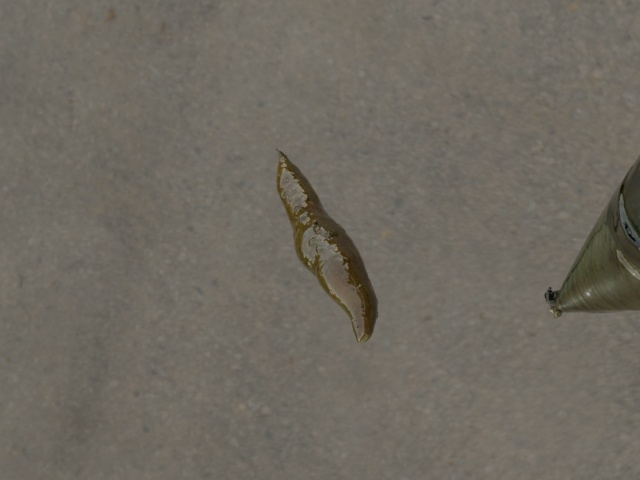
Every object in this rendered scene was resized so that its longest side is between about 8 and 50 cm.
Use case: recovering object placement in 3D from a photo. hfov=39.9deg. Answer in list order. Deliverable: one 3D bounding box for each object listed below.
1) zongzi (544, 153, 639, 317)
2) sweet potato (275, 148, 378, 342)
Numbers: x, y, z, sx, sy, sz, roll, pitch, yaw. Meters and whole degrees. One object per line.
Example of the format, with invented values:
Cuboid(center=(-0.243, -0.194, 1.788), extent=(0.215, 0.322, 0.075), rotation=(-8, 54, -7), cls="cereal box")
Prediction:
Cuboid(center=(0.238, -0.056, 0.472), extent=(0.112, 0.242, 0.221), rotation=(41, 70, 0), cls="zongzi")
Cuboid(center=(0.000, 0.000, 0.983), extent=(0.067, 0.067, 0.274), rotation=(-45, 51, 20), cls="sweet potato")
